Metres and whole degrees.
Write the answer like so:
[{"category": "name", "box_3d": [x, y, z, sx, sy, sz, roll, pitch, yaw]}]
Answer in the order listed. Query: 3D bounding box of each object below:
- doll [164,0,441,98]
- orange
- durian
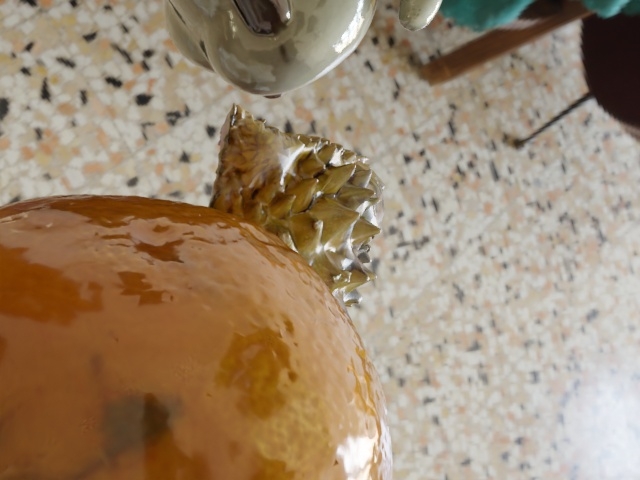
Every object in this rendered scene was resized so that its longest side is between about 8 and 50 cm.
[{"category": "doll", "box_3d": [-0.090, -0.277, 0.916, 0.226, 0.215, 0.370, -44, 126, 8]}, {"category": "orange", "box_3d": [-0.111, 0.121, 0.582, 0.312, 0.312, 0.312, 12, 71, -38]}, {"category": "durian", "box_3d": [-0.001, 0.000, 0.849, 0.341, 0.112, 0.191, 4, 83, -78]}]
